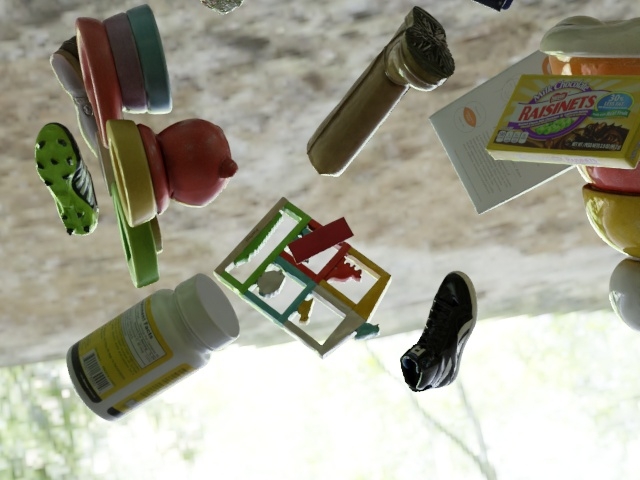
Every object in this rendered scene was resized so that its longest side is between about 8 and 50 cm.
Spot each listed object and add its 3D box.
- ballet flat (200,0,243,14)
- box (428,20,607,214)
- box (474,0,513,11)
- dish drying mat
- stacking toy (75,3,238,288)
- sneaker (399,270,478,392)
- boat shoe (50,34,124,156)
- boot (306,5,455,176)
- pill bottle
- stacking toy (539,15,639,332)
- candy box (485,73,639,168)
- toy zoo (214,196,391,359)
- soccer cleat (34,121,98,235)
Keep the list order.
[{"bbox_3d":[-0.095,-0.394,1.913,0.077,0.091,0.241,8,-40,-41],"label":"ballet flat"},{"bbox_3d":[0.411,-0.226,2.604,0.345,0.215,0.168,-29,-4,40],"label":"box"},{"bbox_3d":[0.241,-0.429,2.102,0.225,0.036,0.136,13,-66,-37],"label":"box"},{"bbox_3d":[0.000,0.000,1.813,0.083,0.032,0.008,-26,-26,-5],"label":"dish drying mat"},{"bbox_3d":[-0.191,-0.111,1.670,0.130,0.309,0.280,-13,-36,-11],"label":"stacking toy"},{"bbox_3d":[0.197,0.164,2.393,0.079,0.217,0.121,23,24,37],"label":"sneaker"},{"bbox_3d":[-0.320,-0.205,2.043,0.073,0.073,0.207,10,-46,33],"label":"boat shoe"},{"bbox_3d":[0.081,-0.193,2.051,0.089,0.236,0.269,36,-66,-9],"label":"boot"},{"bbox_3d":[-0.216,0.137,1.825,0.208,0.119,0.119,-32,-24,14],"label":"pill bottle"},{"bbox_3d":[0.505,-0.096,2.092,0.350,0.480,0.350,-2,11,0],"label":"stacking toy"},{"bbox_3d":[0.278,-0.133,1.529,0.027,0.105,0.206,40,-19,-34],"label":"candy box"},{"bbox_3d":[-0.013,0.076,2.432,0.192,0.293,0.030,-49,-17,-20],"label":"toy zoo"},{"bbox_3d":[-0.330,-0.087,1.836,0.060,0.072,0.179,-4,-51,8],"label":"soccer cleat"}]
